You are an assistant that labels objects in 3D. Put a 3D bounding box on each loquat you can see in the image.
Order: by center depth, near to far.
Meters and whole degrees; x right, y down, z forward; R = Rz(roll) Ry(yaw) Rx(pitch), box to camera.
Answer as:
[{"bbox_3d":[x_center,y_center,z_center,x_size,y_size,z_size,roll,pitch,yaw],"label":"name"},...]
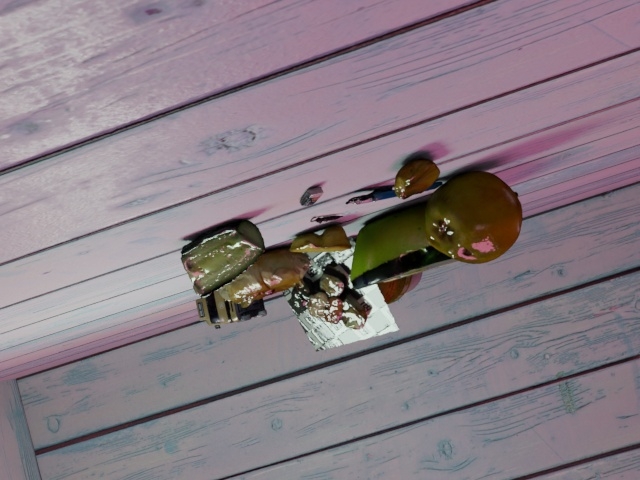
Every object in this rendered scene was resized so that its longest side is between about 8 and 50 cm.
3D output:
[{"bbox_3d":[0.354,-0.061,1.717,0.246,0.214,0.213,-25,178,-31],"label":"loquat"}]

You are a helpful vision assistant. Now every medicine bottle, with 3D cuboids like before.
[{"bbox_3d":[0.186,0.105,2.540,0.224,0.225,0.384,-20,173,27],"label":"medicine bottle"}]

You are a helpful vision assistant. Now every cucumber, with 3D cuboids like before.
[{"bbox_3d":[-0.196,0.022,1.484,0.193,0.115,0.086,-27,-148,34],"label":"cucumber"}]

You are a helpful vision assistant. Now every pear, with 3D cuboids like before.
[{"bbox_3d":[0.250,-0.002,2.046,0.398,0.165,0.399,-17,173,-2],"label":"pear"}]

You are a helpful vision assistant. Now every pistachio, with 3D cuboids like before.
[{"bbox_3d":[0.166,-0.116,1.388,0.089,0.049,0.173,-43,167,8],"label":"pistachio"}]

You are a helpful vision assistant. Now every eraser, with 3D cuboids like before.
[{"bbox_3d":[-0.016,-0.077,1.374,0.027,0.019,0.099,-15,172,-15],"label":"eraser"}]

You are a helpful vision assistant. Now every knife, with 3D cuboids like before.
[{"bbox_3d":[0.161,-0.103,1.610,0.044,0.026,0.296,-19,176,43],"label":"knife"}]

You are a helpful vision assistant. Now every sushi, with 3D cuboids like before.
[{"bbox_3d":[0.025,0.190,2.352,0.319,0.340,0.069,-18,-162,29],"label":"sushi"}]

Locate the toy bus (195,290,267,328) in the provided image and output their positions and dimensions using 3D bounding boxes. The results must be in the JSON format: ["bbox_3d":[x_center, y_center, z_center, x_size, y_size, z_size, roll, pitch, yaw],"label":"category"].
[{"bbox_3d":[-0.286,0.203,2.532,0.157,0.140,0.289,-14,178,14],"label":"toy bus"}]

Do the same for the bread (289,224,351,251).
[{"bbox_3d":[0.000,0.000,1.916,0.149,0.065,0.187,-7,178,10],"label":"bread"}]

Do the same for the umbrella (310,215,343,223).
[{"bbox_3d":[0.013,-0.048,1.723,0.022,0.013,0.122,-46,158,28],"label":"umbrella"}]

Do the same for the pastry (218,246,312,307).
[{"bbox_3d":[-0.156,0.101,2.059,0.235,0.121,0.257,-14,172,-26],"label":"pastry"}]
